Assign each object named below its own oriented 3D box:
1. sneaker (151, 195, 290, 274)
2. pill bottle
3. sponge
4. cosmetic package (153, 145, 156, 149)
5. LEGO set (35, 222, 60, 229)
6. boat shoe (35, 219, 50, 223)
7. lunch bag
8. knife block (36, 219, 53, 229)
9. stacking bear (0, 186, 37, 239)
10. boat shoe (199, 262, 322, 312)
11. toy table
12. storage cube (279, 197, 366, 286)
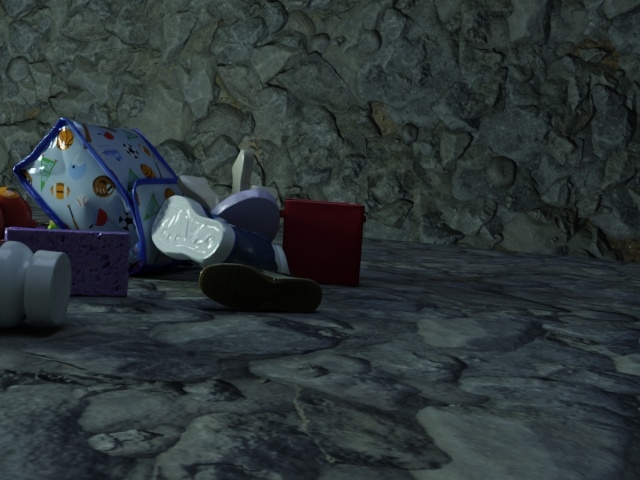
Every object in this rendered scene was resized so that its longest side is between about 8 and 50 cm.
[{"bbox_3d":[-0.200,0.022,1.611,0.236,0.130,0.322,30,-5,-38],"label":"sneaker"},{"bbox_3d":[-0.466,0.057,1.036,0.221,0.121,0.121,4,4,-2],"label":"pill bottle"},{"bbox_3d":[-0.446,0.039,1.340,0.210,0.117,0.031,2,7,-27],"label":"sponge"},{"bbox_3d":[-0.567,-0.134,2.267,0.113,0.310,0.160,3,5,-24],"label":"cosmetic package"},{"bbox_3d":[-0.600,0.010,1.775,0.093,0.087,0.227,30,15,-2],"label":"LEGO set"},{"bbox_3d":[-0.872,-0.020,2.198,0.178,0.064,0.060,-3,-26,-31],"label":"boat shoe"},{"bbox_3d":[-0.459,-0.090,1.801,0.385,0.239,0.328,50,16,10],"label":"lunch bag"},{"bbox_3d":[-0.660,-0.009,1.977,0.242,0.088,0.275,6,5,13],"label":"knife block"},{"bbox_3d":[-0.736,-0.041,1.577,0.175,0.164,0.289,27,23,25],"label":"stacking bear"},{"bbox_3d":[-0.110,0.087,1.355,0.223,0.080,0.073,9,-3,-17],"label":"boat shoe"},{"bbox_3d":[-0.207,-0.069,1.778,0.252,0.161,0.274,15,-45,-37],"label":"toy table"},{"bbox_3d":[0.000,0.000,1.838,0.215,0.193,0.183,3,4,-2],"label":"storage cube"}]
